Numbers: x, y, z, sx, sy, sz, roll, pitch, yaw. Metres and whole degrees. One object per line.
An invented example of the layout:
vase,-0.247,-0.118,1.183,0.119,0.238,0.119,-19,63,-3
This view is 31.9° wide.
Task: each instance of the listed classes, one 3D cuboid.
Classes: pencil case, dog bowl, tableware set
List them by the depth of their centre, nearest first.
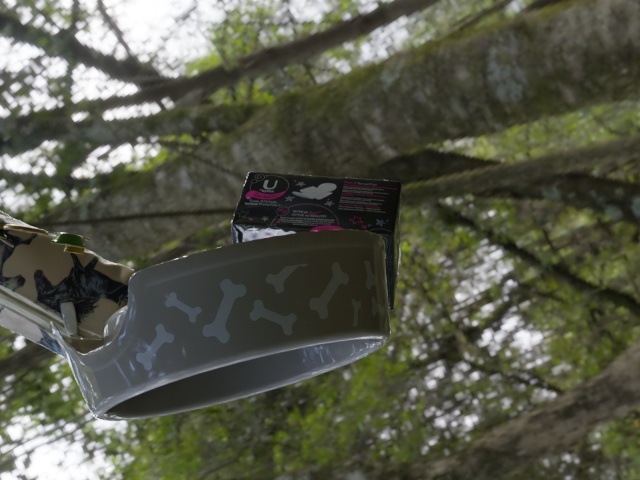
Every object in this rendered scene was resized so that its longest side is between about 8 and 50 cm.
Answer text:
dog bowl,-0.088,0.094,1.129,0.349,0.349,0.102,2,-112,-55
tableware set,-0.329,-0.004,1.219,0.104,0.154,0.024,157,122,-84
pencil case,-0.449,0.035,1.519,0.410,0.160,0.183,27,-175,-12

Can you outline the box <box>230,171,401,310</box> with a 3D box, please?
box,0.000,0.000,1.754,0.142,0.247,0.163,-75,-14,-49
